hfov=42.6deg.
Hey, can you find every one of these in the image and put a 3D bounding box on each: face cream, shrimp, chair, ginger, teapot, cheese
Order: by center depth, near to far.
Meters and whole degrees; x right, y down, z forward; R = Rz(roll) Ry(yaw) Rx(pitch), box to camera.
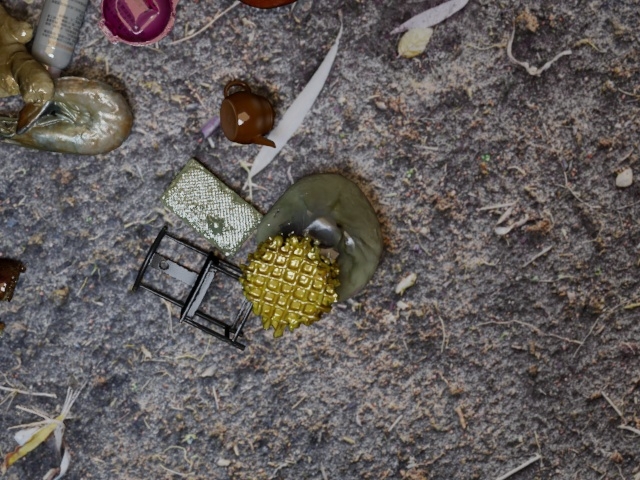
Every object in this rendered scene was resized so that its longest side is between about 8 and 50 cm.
[{"bbox_3d":[-0.618,-0.378,1.605,0.148,0.081,0.334,-37,71,31],"label":"ginger"},{"bbox_3d":[-0.522,-0.433,1.641,0.081,0.082,0.269,18,94,-7],"label":"face cream"},{"bbox_3d":[-0.537,-0.254,1.647,0.317,0.077,0.168,3,116,-8],"label":"shrimp"},{"bbox_3d":[-0.342,-0.492,1.661,0.244,0.062,0.155,-40,99,-1],"label":"cheese"},{"bbox_3d":[-0.143,-0.259,1.689,0.116,0.116,0.173,-23,71,-2],"label":"teapot"},{"bbox_3d":[-0.246,0.097,1.697,0.260,0.141,0.155,27,93,-10],"label":"chair"}]

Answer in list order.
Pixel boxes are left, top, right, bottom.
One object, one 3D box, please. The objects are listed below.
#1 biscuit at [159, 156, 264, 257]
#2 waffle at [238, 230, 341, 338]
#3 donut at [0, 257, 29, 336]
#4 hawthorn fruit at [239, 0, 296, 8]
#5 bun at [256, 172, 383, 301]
[{"bbox_3d":[-0.229,-0.068,1.727,0.199,0.040,0.121,39,93,-9],"label":"biscuit"},{"bbox_3d":[-0.057,0.080,1.595,0.197,0.070,0.193,-37,100,15],"label":"waffle"},{"bbox_3d":[-0.703,0.138,1.682,0.141,0.085,0.217,15,96,-7],"label":"donut"},{"bbox_3d":[-0.090,-0.548,1.599,0.251,0.189,0.190,6,97,33],"label":"hawthorn fruit"},{"bbox_3d":[0.005,0.000,1.694,0.272,0.168,0.273,0,89,-2],"label":"bun"}]
